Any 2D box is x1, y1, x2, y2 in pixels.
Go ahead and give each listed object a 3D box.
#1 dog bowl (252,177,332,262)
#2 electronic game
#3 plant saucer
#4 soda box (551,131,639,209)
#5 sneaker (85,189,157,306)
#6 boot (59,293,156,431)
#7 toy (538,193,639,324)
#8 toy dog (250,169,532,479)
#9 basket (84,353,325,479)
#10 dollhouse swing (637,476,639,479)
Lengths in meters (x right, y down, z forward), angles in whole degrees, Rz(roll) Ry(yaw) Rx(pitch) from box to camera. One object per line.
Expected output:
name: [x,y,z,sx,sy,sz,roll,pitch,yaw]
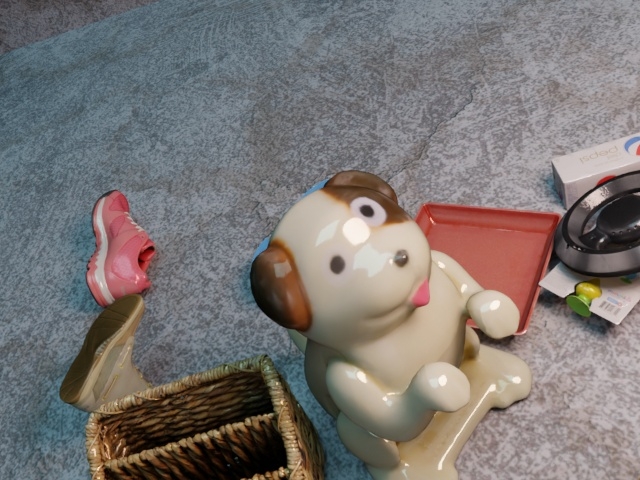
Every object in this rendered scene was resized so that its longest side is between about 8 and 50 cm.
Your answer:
dog bowl: [0.000,0.000,1.308,0.166,0.074,0.297,18,58,38]
electronic game: [0.467,-0.030,1.031,0.229,0.048,0.229,-31,25,16]
plant saucer: [0.254,0.049,1.154,0.259,0.048,0.258,7,51,31]
soda box: [0.524,-0.130,1.187,0.216,0.069,0.074,-16,43,10]
sneaker: [-0.425,0.010,1.500,0.136,0.116,0.314,-12,49,1]
boot: [-0.337,0.217,1.182,0.077,0.165,0.213,2,55,35]
toy: [0.470,0.033,1.056,0.237,0.056,0.137,-39,43,-19]
toy dog: [0.079,0.099,0.917,0.284,0.408,0.395,-40,44,-17]
basket: [-0.159,0.332,0.937,0.299,0.223,0.213,-17,42,8]
dollhouse swing: [0.507,0.302,0.604,0.305,0.347,0.315,39,90,9]
